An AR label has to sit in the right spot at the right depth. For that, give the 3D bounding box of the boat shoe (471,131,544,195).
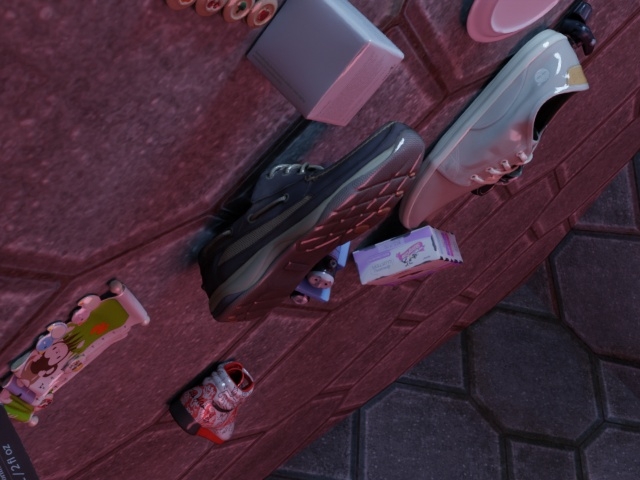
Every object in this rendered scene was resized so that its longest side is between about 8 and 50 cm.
[{"bbox_3d":[0.362,-0.159,1.630,0.114,0.091,0.302,-37,161,-15],"label":"boat shoe"}]

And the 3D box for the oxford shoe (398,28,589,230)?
[{"bbox_3d":[0.295,-0.160,1.440,0.449,0.130,0.169,-50,164,31],"label":"oxford shoe"}]

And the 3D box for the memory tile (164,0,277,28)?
[{"bbox_3d":[-0.063,-0.237,0.708,0.113,0.012,0.148,-51,160,25],"label":"memory tile"}]

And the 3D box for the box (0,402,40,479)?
[{"bbox_3d":[-0.435,0.329,0.955,0.203,0.168,0.167,-22,154,-31],"label":"box"}]

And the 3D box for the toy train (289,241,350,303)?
[{"bbox_3d":[0.000,0.000,1.158,0.105,0.080,0.184,-32,-142,54],"label":"toy train"}]

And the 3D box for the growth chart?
[{"bbox_3d":[-0.321,0.146,1.041,0.237,0.021,0.172,-41,161,-4],"label":"growth chart"}]

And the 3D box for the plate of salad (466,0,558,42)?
[{"bbox_3d":[0.276,-0.347,1.100,0.200,0.048,0.200,-27,159,-11],"label":"plate of salad"}]

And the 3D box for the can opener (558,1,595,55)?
[{"bbox_3d":[0.460,-0.356,1.437,0.073,0.059,0.186,-47,161,12],"label":"can opener"}]

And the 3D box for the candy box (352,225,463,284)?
[{"bbox_3d":[0.177,0.034,1.630,0.165,0.070,0.196,-19,169,20],"label":"candy box"}]

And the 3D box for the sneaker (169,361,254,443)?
[{"bbox_3d":[-0.182,0.316,1.603,0.145,0.090,0.270,-39,159,-1],"label":"sneaker"}]

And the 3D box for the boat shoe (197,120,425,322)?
[{"bbox_3d":[-0.030,-0.040,1.043,0.355,0.130,0.132,-40,159,13],"label":"boat shoe"}]

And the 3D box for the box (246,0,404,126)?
[{"bbox_3d":[0.005,-0.185,0.822,0.102,0.101,0.087,-49,160,20],"label":"box"}]
